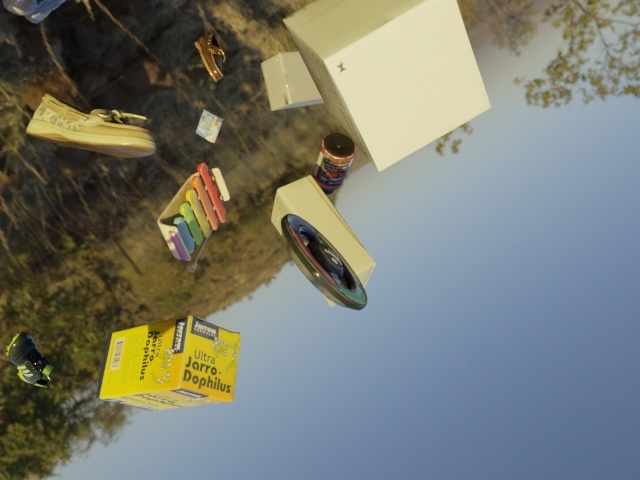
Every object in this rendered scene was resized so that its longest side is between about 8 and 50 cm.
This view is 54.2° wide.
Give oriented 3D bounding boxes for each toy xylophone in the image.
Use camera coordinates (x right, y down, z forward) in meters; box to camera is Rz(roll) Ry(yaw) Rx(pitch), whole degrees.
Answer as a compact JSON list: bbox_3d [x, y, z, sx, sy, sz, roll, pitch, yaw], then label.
[{"bbox_3d":[-0.354,-0.058,1.798,0.081,0.236,0.322,-2,-134,20],"label":"toy xylophone"}]

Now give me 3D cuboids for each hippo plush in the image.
[{"bbox_3d":[-0.746,-0.752,1.637,0.294,0.236,0.234,-37,-174,-14],"label":"hippo plush"}]

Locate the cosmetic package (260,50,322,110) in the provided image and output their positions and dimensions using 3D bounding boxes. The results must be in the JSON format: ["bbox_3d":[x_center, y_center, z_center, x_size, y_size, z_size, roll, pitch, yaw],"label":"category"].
[{"bbox_3d":[-0.016,-0.404,1.555,0.238,0.127,0.107,-14,-173,-31],"label":"cosmetic package"}]

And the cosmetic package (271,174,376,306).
[{"bbox_3d":[0.000,0.000,1.650,0.113,0.309,0.160,-27,158,-25],"label":"cosmetic package"}]

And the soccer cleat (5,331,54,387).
[{"bbox_3d":[-0.554,0.230,1.205,0.179,0.072,0.060,111,5,-54],"label":"soccer cleat"}]

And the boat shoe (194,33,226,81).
[{"bbox_3d":[-0.321,-0.555,1.873,0.073,0.207,0.073,-27,143,2],"label":"boat shoe"}]

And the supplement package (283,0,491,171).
[{"bbox_3d":[0.095,-0.281,0.979,0.199,0.198,0.262,-30,-146,2],"label":"supplement package"}]

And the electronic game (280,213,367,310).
[{"bbox_3d":[0.008,0.039,1.178,0.048,0.229,0.229,-41,-177,13],"label":"electronic game"}]

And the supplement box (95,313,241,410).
[{"bbox_3d":[-0.418,0.345,1.719,0.356,0.194,0.195,-16,-122,35],"label":"supplement box"}]

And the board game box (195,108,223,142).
[{"bbox_3d":[-0.387,-0.399,2.177,0.020,0.090,0.090,0,117,-54],"label":"board game box"}]

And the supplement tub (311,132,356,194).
[{"bbox_3d":[0.034,-0.221,1.862,0.106,0.106,0.198,-40,164,-31],"label":"supplement tub"}]

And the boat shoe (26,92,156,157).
[{"bbox_3d":[-0.410,-0.208,1.114,0.104,0.285,0.089,19,84,-66],"label":"boat shoe"}]
